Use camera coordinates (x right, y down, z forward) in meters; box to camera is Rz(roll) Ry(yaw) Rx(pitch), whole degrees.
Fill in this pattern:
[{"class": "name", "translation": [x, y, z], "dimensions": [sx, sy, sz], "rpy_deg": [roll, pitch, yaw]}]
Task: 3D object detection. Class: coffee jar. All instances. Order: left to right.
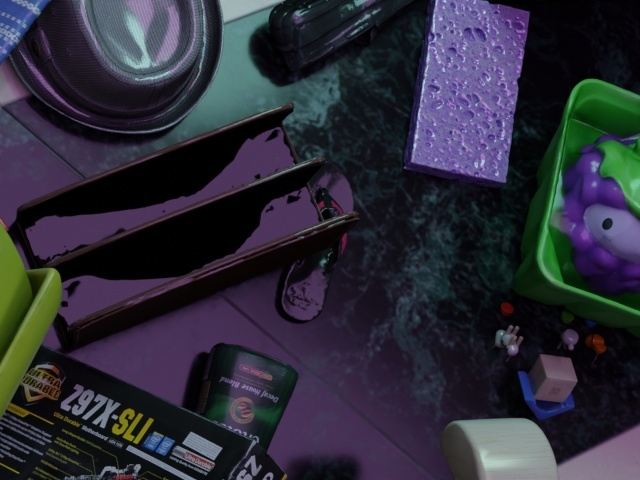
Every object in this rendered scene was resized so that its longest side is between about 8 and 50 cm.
[{"class": "coffee jar", "translation": [-0.094, 0.205, 1.862], "dimensions": [0.096, 0.079, 0.184], "rpy_deg": [21, 75, -12]}]

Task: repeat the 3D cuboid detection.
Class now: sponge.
[{"class": "sponge", "translation": [0.166, -0.171, 2.039], "dimensions": [0.117, 0.031, 0.210], "rpy_deg": [13, 76, -15]}]

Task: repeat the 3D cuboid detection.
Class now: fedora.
[{"class": "fedora", "translation": [-0.211, -0.252, 1.888], "dimensions": [0.244, 0.124, 0.275], "rpy_deg": [-11, 83, -19]}]

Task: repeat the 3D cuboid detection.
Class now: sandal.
[{"class": "sandal", "translation": [0.000, 0.000, 1.950], "dimensions": [0.067, 0.040, 0.179], "rpy_deg": [15, 76, -13]}]

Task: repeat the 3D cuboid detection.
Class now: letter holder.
[{"class": "letter holder", "translation": [-0.136, -0.021, 1.799], "dimensions": [0.302, 0.214, 0.152], "rpy_deg": [-22, 87, -11]}]

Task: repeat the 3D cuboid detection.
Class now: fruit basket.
[{"class": "fruit basket", "translation": [0.423, -0.034, 1.914], "dimensions": [0.392, 0.392, 0.283], "rpy_deg": [20, 69, -13]}]

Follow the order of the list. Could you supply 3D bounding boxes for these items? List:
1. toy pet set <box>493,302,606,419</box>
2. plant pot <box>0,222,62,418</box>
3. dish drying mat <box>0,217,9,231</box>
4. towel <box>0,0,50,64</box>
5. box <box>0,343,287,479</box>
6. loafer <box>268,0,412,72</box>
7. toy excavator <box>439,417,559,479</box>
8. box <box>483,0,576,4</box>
[{"class": "toy pet set", "translation": [0.253, 0.137, 2.007], "dimensions": [0.122, 0.065, 0.114], "rpy_deg": [9, 42, -18]}, {"class": "plant pot", "translation": [-0.389, 0.076, 1.672], "dimensions": [0.207, 0.228, 0.227], "rpy_deg": [41, 60, -30]}, {"class": "dish drying mat", "translation": [-0.359, -0.035, 1.863], "dimensions": [0.032, 0.008, 0.083], "rpy_deg": [-39, 93, -19]}, {"class": "towel", "translation": [-0.397, -0.229, 1.810], "dimensions": [0.243, 0.040, 0.336], "rpy_deg": [25, 71, 26]}, {"class": "box", "translation": [-0.228, 0.258, 1.701], "dimensions": [0.257, 0.322, 0.079], "rpy_deg": [-56, 139, -20]}, {"class": "loafer", "translation": [0.042, -0.255, 2.002], "dimensions": [0.223, 0.076, 0.078], "rpy_deg": [-28, 119, -25]}, {"class": "toy excavator", "translation": [0.139, 0.445, 1.742], "dimensions": [0.222, 0.433, 0.445], "rpy_deg": [-1, 60, -18]}, {"class": "box", "translation": [0.383, -0.358, 1.951], "dimensions": [0.318, 0.395, 0.097], "rpy_deg": [-7, 82, -19]}]
